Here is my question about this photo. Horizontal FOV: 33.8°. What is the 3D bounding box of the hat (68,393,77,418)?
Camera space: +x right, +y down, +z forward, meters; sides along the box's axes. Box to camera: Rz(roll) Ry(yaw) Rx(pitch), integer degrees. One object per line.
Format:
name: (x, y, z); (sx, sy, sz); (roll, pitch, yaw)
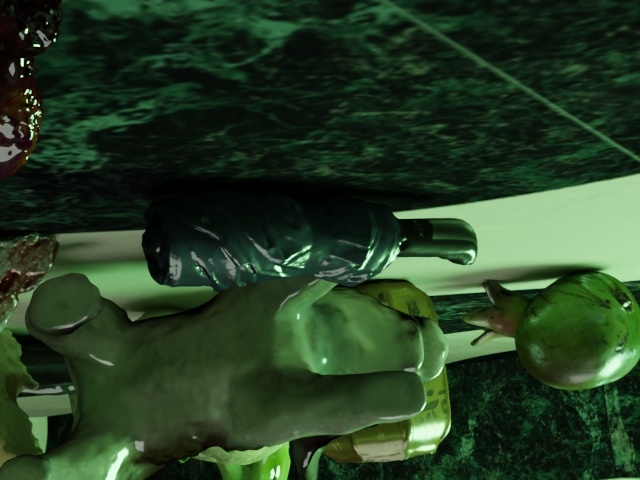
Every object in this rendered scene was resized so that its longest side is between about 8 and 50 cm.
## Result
hat: (-0.386, 0.280, 1.869); (0.252, 0.110, 0.252); (-6, 170, -1)

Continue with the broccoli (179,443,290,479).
broccoli: (-0.102, 0.235, 1.399); (0.288, 0.246, 0.248); (8, 173, -34)

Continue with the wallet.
wallet: (-0.405, 0.143, 1.233); (0.245, 0.052, 0.168); (3, -176, -23)

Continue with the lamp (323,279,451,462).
lamp: (0.060, 0.141, 1.127); (0.161, 0.185, 0.161); (-6, 171, -1)

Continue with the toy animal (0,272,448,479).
toy animal: (-0.066, 0.109, 0.869); (0.344, 0.194, 0.303); (-9, 166, 5)

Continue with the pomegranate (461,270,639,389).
pomegranate: (0.264, 0.093, 1.186); (0.191, 0.131, 0.152); (15, -171, 36)

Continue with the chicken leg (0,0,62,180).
chicken leg: (-0.153, -0.046, 0.393); (0.205, 0.053, 0.093); (-15, 152, 26)

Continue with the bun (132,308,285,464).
bun: (-0.127, 0.162, 1.127); (0.220, 0.134, 0.220); (30, -172, -5)

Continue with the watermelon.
watermelon: (-0.262, 0.050, 0.701); (0.158, 0.121, 0.098); (-15, 145, 24)

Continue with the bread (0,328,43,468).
bread: (-0.347, 0.152, 0.842); (0.224, 0.184, 0.211); (-34, 164, -8)

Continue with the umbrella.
umbrella: (0.003, -0.006, 0.676); (0.248, 0.071, 0.071); (-4, 170, -31)
